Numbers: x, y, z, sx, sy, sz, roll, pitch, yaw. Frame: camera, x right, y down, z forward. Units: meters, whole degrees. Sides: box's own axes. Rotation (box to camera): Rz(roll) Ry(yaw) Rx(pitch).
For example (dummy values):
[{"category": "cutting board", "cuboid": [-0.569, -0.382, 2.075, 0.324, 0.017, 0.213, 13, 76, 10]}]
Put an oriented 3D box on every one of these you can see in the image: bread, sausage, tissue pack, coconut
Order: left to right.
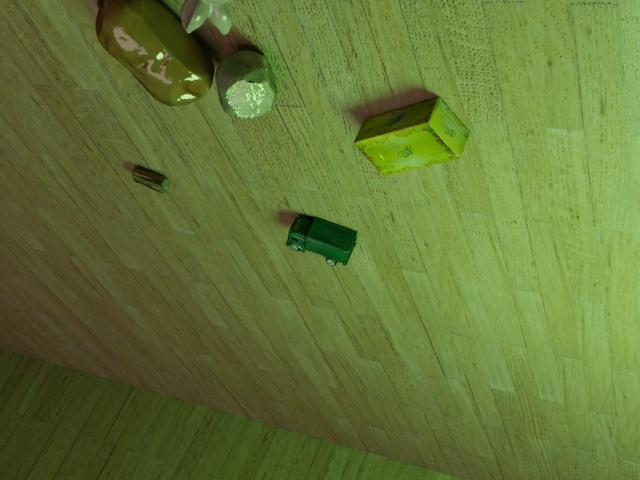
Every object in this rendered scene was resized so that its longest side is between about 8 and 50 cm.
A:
[{"category": "bread", "cuboid": [-0.393, -0.138, 2.022, 0.083, 0.036, 0.047, 23, 155, 10]}, {"category": "sausage", "cuboid": [-0.291, -0.333, 1.526, 0.136, 0.120, 0.241, -15, 132, 35]}, {"category": "coconut", "cuboid": [-0.127, -0.261, 1.524, 0.110, 0.110, 0.124, 12, 145, 23]}, {"category": "tissue pack", "cuboid": [0.153, -0.173, 1.497, 0.176, 0.062, 0.095, -8, 137, 47]}]

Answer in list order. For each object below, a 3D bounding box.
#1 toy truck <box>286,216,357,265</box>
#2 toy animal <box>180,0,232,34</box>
[{"category": "toy truck", "cuboid": [0.000, 0.000, 1.905, 0.147, 0.065, 0.079, 19, 149, 11]}, {"category": "toy animal", "cuboid": [-0.157, -0.402, 1.309, 0.124, 0.124, 0.212, 34, 146, -14]}]
